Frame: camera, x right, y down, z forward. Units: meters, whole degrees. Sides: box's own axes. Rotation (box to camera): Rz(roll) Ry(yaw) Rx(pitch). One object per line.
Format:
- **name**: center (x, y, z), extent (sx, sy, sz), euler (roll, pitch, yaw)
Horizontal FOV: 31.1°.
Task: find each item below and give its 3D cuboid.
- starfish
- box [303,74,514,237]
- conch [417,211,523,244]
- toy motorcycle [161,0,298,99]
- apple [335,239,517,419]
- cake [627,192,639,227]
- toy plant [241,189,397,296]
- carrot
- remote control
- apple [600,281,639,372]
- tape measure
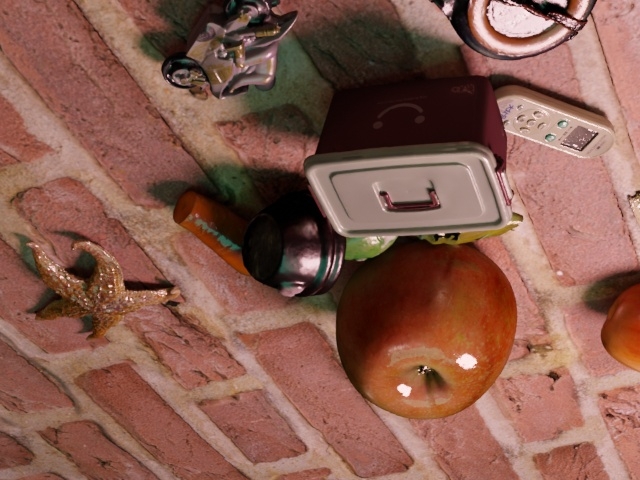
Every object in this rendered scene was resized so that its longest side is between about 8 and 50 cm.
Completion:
- **starfish**: center (-0.425, 0.106, 2.108), extent (0.299, 0.060, 0.302), euler (17, 140, -24)
- **box**: center (0.138, -0.124, 1.694), extent (0.294, 0.167, 0.193), euler (-3, 141, 21)
- **conch**: center (0.231, -0.030, 1.926), extent (0.201, 0.079, 0.095), euler (8, 161, -23)
- **toy motorcycle**: center (-0.114, -0.264, 1.623), extent (0.152, 0.073, 0.225), euler (25, 137, -30)
- **apple**: center (0.183, 0.159, 1.996), extent (0.319, 0.277, 0.319), euler (1, 140, 1)
- **cake**: center (0.564, -0.027, 1.938), extent (0.051, 0.055, 0.140), euler (-19, 136, 33)
- **toy plant**: center (0.000, 0.000, 1.900), extent (0.235, 0.175, 0.218), euler (-6, 159, -40)
- **carrot**: center (-0.157, -0.013, 1.938), extent (0.087, 0.087, 0.193), euler (-25, 132, 28)
- **remote control**: center (0.349, -0.182, 1.750), extent (0.221, 0.042, 0.078), euler (16, 139, -20)
- **apple**: center (0.603, 0.162, 2.080), extent (0.199, 0.199, 0.199), euler (0, 142, 0)
- **tape measure**: center (0.249, -0.338, 1.483), extent (0.202, 0.135, 0.223), euler (-35, 133, 23)
